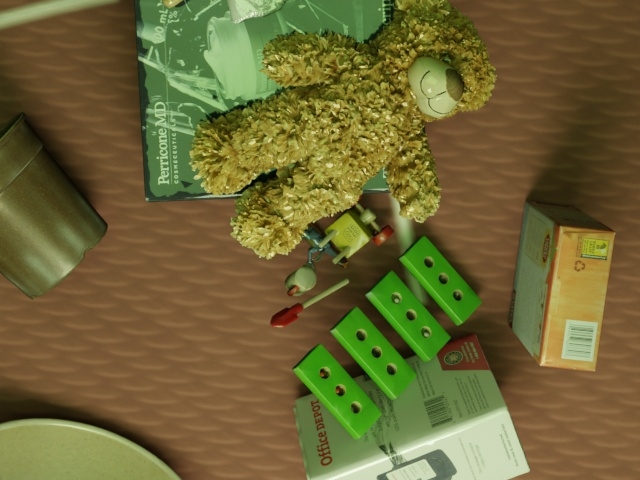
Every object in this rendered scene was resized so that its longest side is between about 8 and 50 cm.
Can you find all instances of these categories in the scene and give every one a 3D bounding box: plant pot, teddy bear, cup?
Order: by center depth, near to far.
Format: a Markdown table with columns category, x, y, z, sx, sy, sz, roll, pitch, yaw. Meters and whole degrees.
| category | x | y | z | sx | sy | sz | roll | pitch | yaw |
| --- | --- | --- | --- | --- | --- | --- | --- | --- | --- |
| teddy bear | 0.028 | -0.117 | 1.593 | 0.338 | 0.113 | 0.245 | -16 | 100 | 1 |
| plant pot | -0.344 | -0.032 | 1.761 | 0.167 | 0.167 | 0.165 | -42 | 106 | 5 |
| cup | -0.313 | 0.405 | 1.765 | 0.331 | 0.331 | 0.237 | 22 | 122 | -4 |

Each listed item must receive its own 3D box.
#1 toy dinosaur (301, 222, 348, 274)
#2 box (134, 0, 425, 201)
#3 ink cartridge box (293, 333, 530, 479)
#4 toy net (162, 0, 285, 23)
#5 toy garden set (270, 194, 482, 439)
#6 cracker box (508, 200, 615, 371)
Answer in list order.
| category | x | y | z | sx | sy | sz | roll | pitch | yaw |
| --- | --- | --- | --- | --- | --- | --- | --- | --- | --- |
| toy dinosaur | 0.000 | 0.000 | 1.825 | 0.082 | 0.047 | 0.090 | 16 | 87 | -22 |
| box | -0.045 | -0.224 | 1.721 | 0.312 | 0.179 | 0.343 | -3 | 98 | 1 |
| ink cartridge box | 0.101 | 0.227 | 1.784 | 0.237 | 0.172 | 0.100 | -21 | 118 | 3 |
| toy net | -0.141 | -0.299 | 1.599 | 0.232 | 0.045 | 0.122 | 14 | 96 | -3 |
| toy garden set | 0.043 | 0.078 | 1.781 | 0.204 | 0.049 | 0.244 | 49 | 59 | -4 |
| cracker box | 0.270 | 0.046 | 1.738 | 0.067 | 0.232 | 0.156 | 6 | 98 | -3 |
